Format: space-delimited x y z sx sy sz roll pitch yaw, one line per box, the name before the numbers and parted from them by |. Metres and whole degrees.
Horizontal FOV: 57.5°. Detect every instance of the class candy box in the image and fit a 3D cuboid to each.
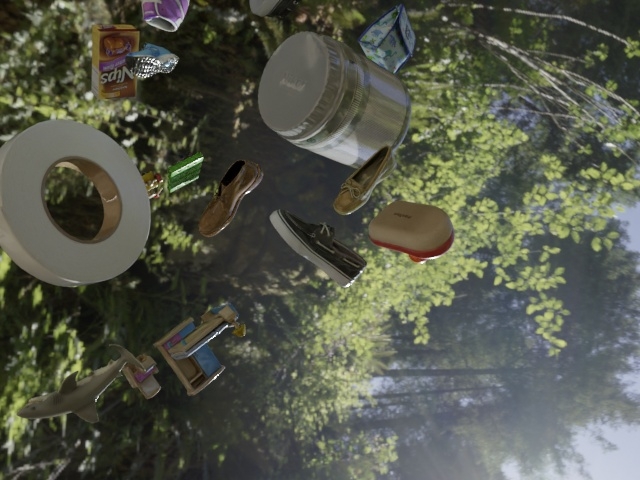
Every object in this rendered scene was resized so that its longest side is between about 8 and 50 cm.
candy box | -0.546 -0.473 1.549 0.053 0.109 0.187 43 -47 32

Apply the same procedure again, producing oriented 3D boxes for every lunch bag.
lunch bag | 0.198 -0.552 1.609 0.096 0.129 0.151 33 -100 37

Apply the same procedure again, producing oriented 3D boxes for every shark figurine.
shark figurine | -0.516 0.349 1.331 0.278 0.166 0.116 -30 -106 -7

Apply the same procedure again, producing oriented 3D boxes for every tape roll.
tape roll | -0.571 -0.087 1.357 0.072 0.392 0.392 -14 -109 32

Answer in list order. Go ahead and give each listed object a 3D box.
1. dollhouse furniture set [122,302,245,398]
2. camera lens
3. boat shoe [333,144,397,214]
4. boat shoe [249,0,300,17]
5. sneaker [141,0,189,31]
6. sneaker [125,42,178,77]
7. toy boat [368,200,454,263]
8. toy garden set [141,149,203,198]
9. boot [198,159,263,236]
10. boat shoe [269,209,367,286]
dollhouse furniture set | -0.363 0.357 1.697 0.303 0.286 0.198 -22 -76 51
camera lens | 0.037 -0.280 1.202 0.219 0.274 0.220 -11 -107 42
boat shoe | 0.079 -0.113 1.079 0.153 0.048 0.056 -42 -123 -7
boat shoe | -0.033 -0.416 0.926 0.228 0.076 0.080 -19 -107 56
sneaker | -0.469 -0.696 1.585 0.102 0.282 0.161 -7 -121 32
sneaker | -0.432 -0.454 1.455 0.073 0.162 0.063 44 -61 7
toy boat | 0.245 -0.004 1.515 0.151 0.151 0.231 -43 -146 -23
toy garden set | -0.470 -0.198 1.799 0.049 0.203 0.244 59 -18 0
boot | -0.326 -0.147 1.950 0.112 0.115 0.305 41 -82 23
boat shoe | 0.000 0.000 1.742 0.119 0.335 0.121 -45 -157 16
